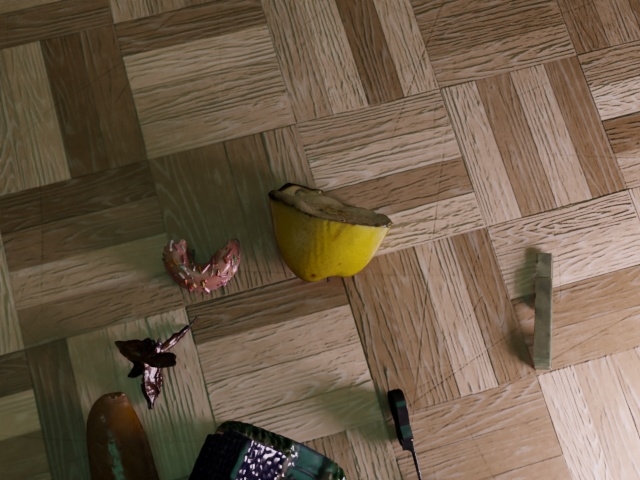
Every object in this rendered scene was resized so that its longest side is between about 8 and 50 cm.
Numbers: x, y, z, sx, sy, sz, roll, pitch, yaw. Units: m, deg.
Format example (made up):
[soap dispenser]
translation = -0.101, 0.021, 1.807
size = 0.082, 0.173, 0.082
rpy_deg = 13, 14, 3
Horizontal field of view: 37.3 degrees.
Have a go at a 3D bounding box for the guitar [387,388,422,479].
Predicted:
[guitar]
translation = 0.174, 0.411, 1.896
size = 0.025, 0.088, 0.233
rpy_deg = -12, 86, -7

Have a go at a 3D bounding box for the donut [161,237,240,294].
[donut]
translation = -0.244, 0.052, 1.965
size = 0.166, 0.065, 0.117
rpy_deg = -9, 75, -4

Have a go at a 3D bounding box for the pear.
[pear]
translation = 0.002, 0.001, 1.944
size = 0.267, 0.267, 0.178
rpy_deg = 16, 99, 1

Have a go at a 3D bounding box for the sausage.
[sausage]
translation = -0.338, 0.531, 1.802
size = 0.136, 0.123, 0.501
rpy_deg = -25, 77, -6

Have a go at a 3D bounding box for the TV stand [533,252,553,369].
[TV stand]
translation = 0.469, 0.145, 1.995
size = 0.036, 0.042, 0.249
rpy_deg = 0, 72, 18

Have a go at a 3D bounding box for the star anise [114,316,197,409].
[star anise]
translation = -0.319, 0.231, 1.925
size = 0.158, 0.144, 0.140
rpy_deg = 53, 123, 17

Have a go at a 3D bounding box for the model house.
[model house]
translation = -0.101, 0.484, 1.755
size = 0.298, 0.284, 0.243
rpy_deg = 23, 80, 3
